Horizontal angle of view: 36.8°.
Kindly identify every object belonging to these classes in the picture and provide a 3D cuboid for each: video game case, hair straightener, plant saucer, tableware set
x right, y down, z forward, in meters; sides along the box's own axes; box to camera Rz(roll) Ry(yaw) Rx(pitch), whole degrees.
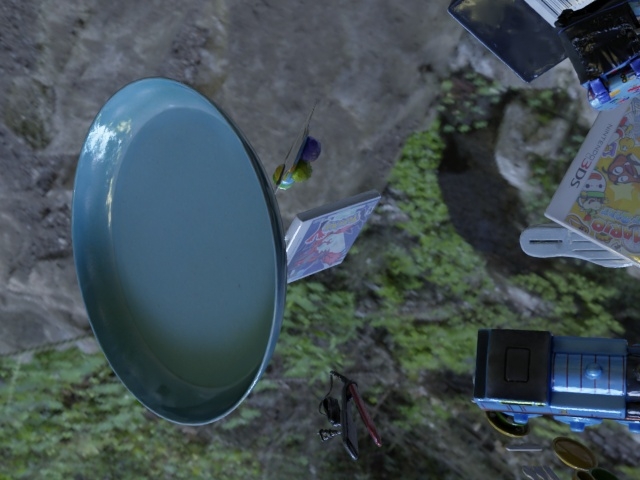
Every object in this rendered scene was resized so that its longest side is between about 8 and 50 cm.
[{"bbox_3d":[0.000,0.000,1.692,0.201,0.023,0.183,-20,150,-43],"label":"video game case"},{"bbox_3d":[0.027,0.263,1.467,0.089,0.230,0.047,-30,113,1],"label":"hair straightener"},{"bbox_3d":[-0.131,0.009,0.888,0.044,0.317,0.317,-11,122,-43],"label":"plant saucer"},{"bbox_3d":[0.449,-0.070,1.292,0.206,0.227,0.026,-64,161,14],"label":"video game case"},{"bbox_3d":[0.224,0.194,0.941,0.104,0.154,0.024,8,117,-29],"label":"tableware set"}]

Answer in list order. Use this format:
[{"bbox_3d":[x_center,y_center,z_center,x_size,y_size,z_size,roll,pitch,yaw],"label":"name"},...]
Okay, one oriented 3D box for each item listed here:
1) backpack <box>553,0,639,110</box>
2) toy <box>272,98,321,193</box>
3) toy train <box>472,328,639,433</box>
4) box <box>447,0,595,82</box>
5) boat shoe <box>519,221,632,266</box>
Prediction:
[{"bbox_3d":[0.369,-0.233,1.083,0.173,0.117,0.158,-25,175,21],"label":"backpack"},{"bbox_3d":[-0.036,-0.149,1.775,0.056,0.237,0.137,22,70,-10],"label":"toy"},{"bbox_3d":[0.218,0.118,0.816,0.105,0.184,0.080,44,51,-65],"label":"toy train"},{"bbox_3d":[0.367,-0.436,1.375,0.183,0.296,0.294,38,52,-17],"label":"box"},{"bbox_3d":[0.605,-0.009,2.179,0.094,0.302,0.109,-29,119,-51],"label":"boat shoe"}]
